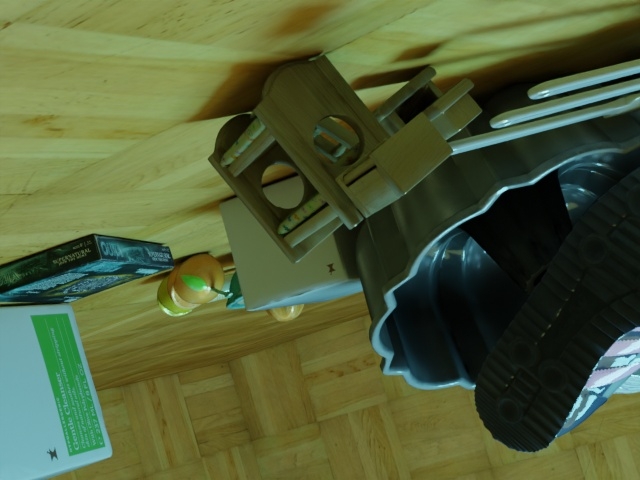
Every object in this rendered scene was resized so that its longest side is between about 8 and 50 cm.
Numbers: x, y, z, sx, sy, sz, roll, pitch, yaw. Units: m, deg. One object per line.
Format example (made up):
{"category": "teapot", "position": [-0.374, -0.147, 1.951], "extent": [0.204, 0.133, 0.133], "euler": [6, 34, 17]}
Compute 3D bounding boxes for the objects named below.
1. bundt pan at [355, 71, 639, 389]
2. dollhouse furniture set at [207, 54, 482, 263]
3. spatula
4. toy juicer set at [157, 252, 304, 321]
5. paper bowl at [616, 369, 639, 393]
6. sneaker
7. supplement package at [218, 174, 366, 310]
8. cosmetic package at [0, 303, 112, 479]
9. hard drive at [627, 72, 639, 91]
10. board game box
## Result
{"category": "bundt pan", "position": [0.171, -0.015, 1.102], "extent": [0.330, 0.124, 0.331], "euler": [-18, 147, -12]}
{"category": "dollhouse furniture set", "position": [0.036, -0.090, 0.797], "extent": [0.161, 0.101, 0.182], "euler": [-41, -177, -25]}
{"category": "spatula", "position": [0.207, -0.108, 0.873], "extent": [0.242, 0.019, 0.168], "euler": [-15, 173, -25]}
{"category": "toy juicer set", "position": [-0.086, 0.065, 1.568], "extent": [0.209, 0.089, 0.329], "euler": [-16, 172, 3]}
{"category": "paper bowl", "position": [0.330, 0.010, 1.356], "extent": [0.284, 0.284, 0.148], "euler": [-14, 168, -21]}
{"category": "sneaker", "position": [0.246, 0.037, 1.044], "extent": [0.131, 0.112, 0.319], "euler": [-20, 153, -49]}
{"category": "supplement package", "position": [0.000, 0.000, 1.213], "extent": [0.105, 0.105, 0.179], "euler": [-17, 174, 22]}
{"category": "cosmetic package", "position": [-0.388, 0.180, 1.351], "extent": [0.155, 0.197, 0.365], "euler": [-19, 174, 16]}
{"category": "hard drive", "position": [0.371, -0.169, 1.030], "extent": [0.210, 0.040, 0.319], "euler": [-16, 173, -1]}
{"category": "board game box", "position": [-0.229, 0.030, 1.230], "extent": [0.126, 0.026, 0.186], "euler": [-19, 173, 12]}
